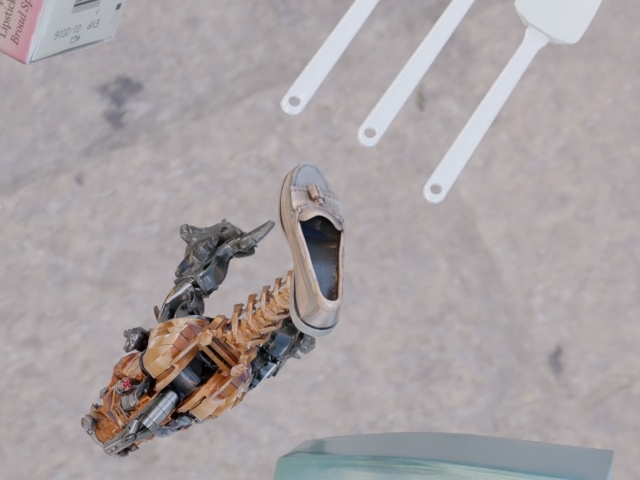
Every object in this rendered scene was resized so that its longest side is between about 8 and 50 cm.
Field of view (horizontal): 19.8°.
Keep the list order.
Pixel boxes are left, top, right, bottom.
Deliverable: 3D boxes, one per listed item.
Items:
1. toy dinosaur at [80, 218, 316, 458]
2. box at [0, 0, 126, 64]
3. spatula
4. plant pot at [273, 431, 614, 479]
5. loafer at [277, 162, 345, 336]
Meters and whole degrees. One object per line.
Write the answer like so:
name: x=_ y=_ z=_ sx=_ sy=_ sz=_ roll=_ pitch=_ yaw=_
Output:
toy dinosaur: x=-0.094 y=0.103 z=1.648 sx=0.218 sy=0.322 sz=0.164 roll=-52 pitch=121 yaw=-41
box: x=-0.246 y=-0.244 z=1.288 sx=0.232 sy=0.148 sz=0.127 roll=28 pitch=24 yaw=15
spatula: x=0.093 y=-0.153 z=1.339 sx=0.168 sy=0.019 sz=0.242 roll=33 pitch=71 yaw=2
plant pot: x=0.082 y=0.222 z=1.336 sx=0.234 sy=0.166 sz=0.165 roll=10 pitch=94 yaw=11
loafer: x=0.000 y=0.000 z=1.194 sx=0.045 sy=0.039 sz=0.125 roll=7 pitch=59 yaw=-19
